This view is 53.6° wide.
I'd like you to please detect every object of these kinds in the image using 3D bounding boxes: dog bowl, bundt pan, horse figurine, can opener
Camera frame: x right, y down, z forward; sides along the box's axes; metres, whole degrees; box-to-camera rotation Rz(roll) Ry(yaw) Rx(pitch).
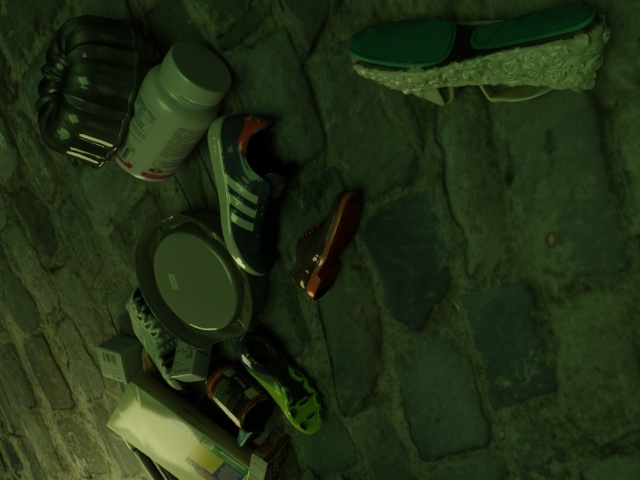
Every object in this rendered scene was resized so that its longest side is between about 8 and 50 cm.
[{"bbox_3d":[-0.276,0.086,1.494,0.348,0.102,0.349,13,117,28],"label":"dog bowl"},{"bbox_3d":[-0.510,-0.324,1.347,0.330,0.124,0.331,-11,76,49],"label":"bundt pan"},{"bbox_3d":[-0.450,0.422,1.779,0.174,0.066,0.263,25,120,12],"label":"horse figurine"},{"bbox_3d":[-0.525,0.631,1.902,0.280,0.074,0.093,60,164,-7],"label":"can opener"}]

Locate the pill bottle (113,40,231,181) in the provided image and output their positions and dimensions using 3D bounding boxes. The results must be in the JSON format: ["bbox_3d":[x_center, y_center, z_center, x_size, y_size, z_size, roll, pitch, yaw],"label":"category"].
[{"bbox_3d":[-0.312,-0.265,1.322,0.160,0.160,0.283,51,128,3],"label":"pill bottle"}]

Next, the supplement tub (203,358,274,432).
[{"bbox_3d":[-0.211,0.376,1.565,0.198,0.106,0.106,33,127,36],"label":"supplement tub"}]

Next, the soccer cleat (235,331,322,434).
[{"bbox_3d":[-0.096,0.336,1.519,0.289,0.093,0.121,52,158,-4],"label":"soccer cleat"}]

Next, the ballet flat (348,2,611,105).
[{"bbox_3d":[0.234,-0.272,0.997,0.408,0.147,0.147,5,114,31],"label":"ballet flat"}]

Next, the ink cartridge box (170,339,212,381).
[{"bbox_3d":[-0.322,0.289,1.600,0.088,0.052,0.122,-17,57,38],"label":"ink cartridge box"}]

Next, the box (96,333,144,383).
[{"bbox_3d":[-0.559,0.333,1.793,0.101,0.087,0.102,8,116,29],"label":"box"}]

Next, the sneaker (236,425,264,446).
[{"bbox_3d":[-0.183,0.464,1.641,0.073,0.063,0.162,39,120,28],"label":"sneaker"}]

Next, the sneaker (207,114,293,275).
[{"bbox_3d":[-0.121,-0.087,1.304,0.148,0.131,0.350,-1,115,25],"label":"sneaker"}]

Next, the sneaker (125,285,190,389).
[{"bbox_3d":[-0.423,0.257,1.672,0.118,0.110,0.292,-28,86,45],"label":"sneaker"}]

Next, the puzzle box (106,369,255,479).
[{"bbox_3d":[-0.381,0.553,1.745,0.409,0.052,0.272,37,129,-1],"label":"puzzle box"}]

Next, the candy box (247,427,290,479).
[{"bbox_3d":[-0.138,0.588,1.628,0.053,0.109,0.187,26,122,20],"label":"candy box"}]

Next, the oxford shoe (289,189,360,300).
[{"bbox_3d":[0.000,0.000,1.287,0.098,0.097,0.271,37,126,20],"label":"oxford shoe"}]

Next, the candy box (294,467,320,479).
[{"bbox_3d":[-0.093,0.693,1.610,0.070,0.165,0.196,43,127,8],"label":"candy box"}]
